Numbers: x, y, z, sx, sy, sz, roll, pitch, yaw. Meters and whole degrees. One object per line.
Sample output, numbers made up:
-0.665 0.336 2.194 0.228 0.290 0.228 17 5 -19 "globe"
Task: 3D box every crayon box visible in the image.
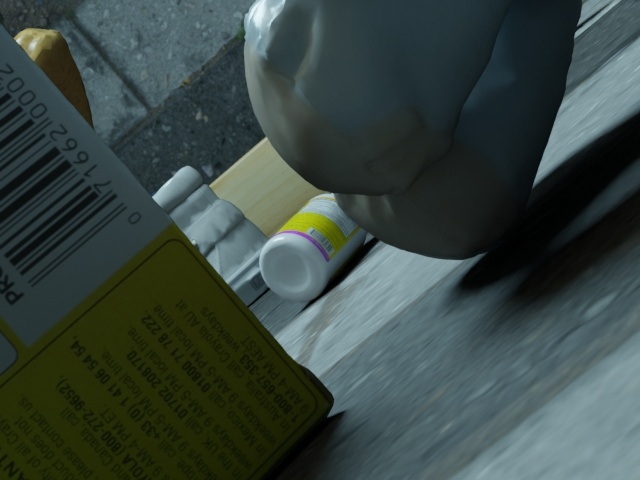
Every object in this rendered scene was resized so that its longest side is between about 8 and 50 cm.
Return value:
-0.174 0.087 0.508 0.318 0.202 0.081 -42 4 -30 "crayon box"

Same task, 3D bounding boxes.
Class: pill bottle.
0.000 0.000 0.934 0.043 0.043 0.083 -37 5 37 "pill bottle"

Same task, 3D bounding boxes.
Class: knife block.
-0.071 -0.035 1.615 0.242 0.088 0.275 -43 5 -22 "knife block"

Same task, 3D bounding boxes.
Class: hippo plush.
0.113 -0.128 0.581 0.236 0.234 0.294 -7 34 20 "hippo plush"

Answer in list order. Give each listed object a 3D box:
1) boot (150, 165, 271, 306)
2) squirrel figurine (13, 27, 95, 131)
-0.135 0.028 1.280 0.258 0.123 0.095 -36 6 46 "boot"
-0.321 0.091 1.189 0.281 0.397 0.370 -5 33 14 "squirrel figurine"
